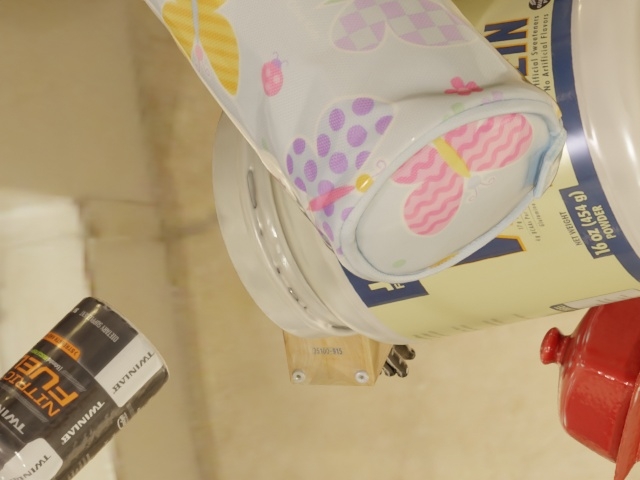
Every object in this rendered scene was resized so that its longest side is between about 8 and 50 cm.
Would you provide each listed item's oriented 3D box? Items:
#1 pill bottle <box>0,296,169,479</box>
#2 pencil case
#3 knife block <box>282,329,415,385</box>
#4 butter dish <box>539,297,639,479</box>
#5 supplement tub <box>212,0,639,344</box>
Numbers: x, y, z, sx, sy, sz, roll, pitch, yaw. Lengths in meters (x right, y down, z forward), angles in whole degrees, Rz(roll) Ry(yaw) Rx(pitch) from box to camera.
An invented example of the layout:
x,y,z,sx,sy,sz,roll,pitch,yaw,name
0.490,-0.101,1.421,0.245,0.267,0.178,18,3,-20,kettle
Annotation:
x,y,z,sx,sy,sz,roll,pitch,yaw,name
-0.285,0.185,1.987,0.130,0.130,0.245,39,70,17,pill bottle
-0.005,-0.107,0.863,0.273,0.124,0.113,55,142,30,pencil case
0.033,0.028,1.900,0.088,0.242,0.275,0,119,17,knife block
0.252,0.109,1.678,0.118,0.160,0.160,18,138,16,butter dish
0.112,-0.057,1.314,0.325,0.235,0.235,-14,85,31,supplement tub
